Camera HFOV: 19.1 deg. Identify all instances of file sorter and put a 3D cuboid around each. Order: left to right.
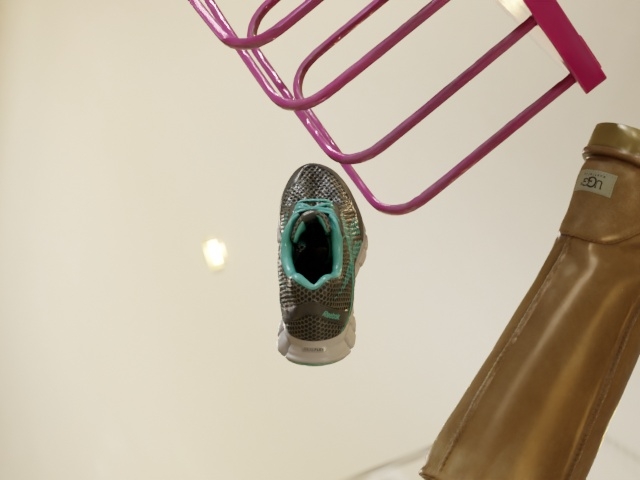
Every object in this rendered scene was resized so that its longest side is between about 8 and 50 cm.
[{"bbox_3d":[0.013,-0.182,1.246,0.290,0.182,0.202,46,6,-47],"label":"file sorter"}]

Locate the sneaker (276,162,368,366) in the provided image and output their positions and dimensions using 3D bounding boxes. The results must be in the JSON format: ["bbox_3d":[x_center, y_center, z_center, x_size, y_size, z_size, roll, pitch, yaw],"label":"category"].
[{"bbox_3d":[0.000,0.000,1.249,0.076,0.065,0.166,87,0,-46],"label":"sneaker"}]

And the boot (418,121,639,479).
[{"bbox_3d":[0.200,0.084,1.310,0.089,0.236,0.269,13,-106,54],"label":"boot"}]
